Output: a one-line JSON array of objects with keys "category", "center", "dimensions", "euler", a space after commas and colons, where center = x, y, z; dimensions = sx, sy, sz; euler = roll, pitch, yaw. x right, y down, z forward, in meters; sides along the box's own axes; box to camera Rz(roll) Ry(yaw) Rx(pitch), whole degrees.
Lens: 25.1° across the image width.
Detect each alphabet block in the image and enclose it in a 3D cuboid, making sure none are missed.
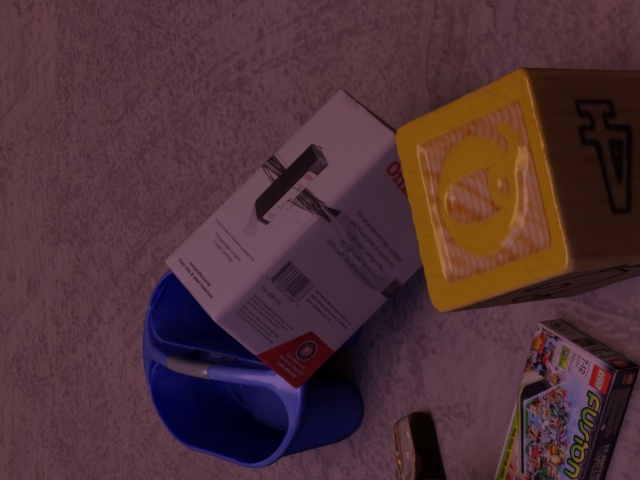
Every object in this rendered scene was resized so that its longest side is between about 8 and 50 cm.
[{"category": "alphabet block", "center": [0.217, -0.048, 1.384], "dimensions": [0.192, 0.197, 0.193], "euler": [-25, 74, 50]}]

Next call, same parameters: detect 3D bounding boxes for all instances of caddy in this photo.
[{"category": "caddy", "center": [-0.100, 0.150, 1.809], "dimensions": [0.341, 0.179, 0.241], "euler": [5, 98, 50]}]

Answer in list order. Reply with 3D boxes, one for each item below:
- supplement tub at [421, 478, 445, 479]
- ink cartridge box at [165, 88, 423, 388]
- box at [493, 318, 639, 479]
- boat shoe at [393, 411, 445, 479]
[{"category": "supplement tub", "center": [0.184, 0.403, 1.456], "dimensions": [0.338, 0.207, 0.207], "euler": [40, 123, 43]}, {"category": "ink cartridge box", "center": [0.000, 0.000, 1.567], "dimensions": [0.273, 0.197, 0.114], "euler": [-44, 51, 0]}, {"category": "box", "center": [0.250, 0.198, 1.494], "dimensions": [0.114, 0.036, 0.207], "euler": [32, 117, 45]}, {"category": "boat shoe", "center": [0.112, 0.268, 1.666], "dimensions": [0.045, 0.050, 0.135], "euler": [-23, 66, 53]}]
